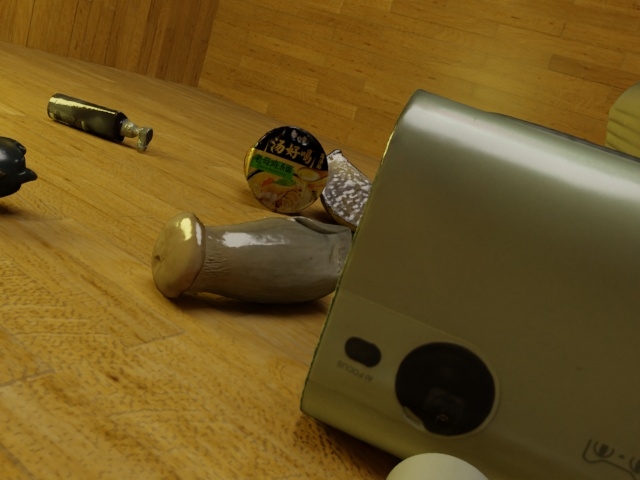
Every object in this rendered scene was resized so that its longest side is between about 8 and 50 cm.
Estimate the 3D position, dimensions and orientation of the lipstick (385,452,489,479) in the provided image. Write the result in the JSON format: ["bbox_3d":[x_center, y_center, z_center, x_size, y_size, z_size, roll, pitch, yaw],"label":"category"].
[{"bbox_3d":[0.026,0.168,0.193,0.070,0.070,0.254,22,15,14],"label":"lipstick"}]

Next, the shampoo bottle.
[{"bbox_3d":[-0.430,-0.232,1.110,0.207,0.064,0.057,19,4,6],"label":"shampoo bottle"}]

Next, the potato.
[{"bbox_3d":[0.072,-0.048,1.054,0.120,0.100,0.261,-31,55,-19],"label":"potato"}]

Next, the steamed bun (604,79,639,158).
[{"bbox_3d":[0.434,0.016,0.590,0.235,0.384,0.247,-5,21,-6],"label":"steamed bun"}]

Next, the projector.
[{"bbox_3d":[0.155,0.046,0.440,0.249,0.249,0.248,22,15,12],"label":"projector"}]

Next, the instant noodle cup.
[{"bbox_3d":[-0.072,-0.131,1.033,0.151,0.152,0.122,14,6,-19],"label":"instant noodle cup"}]

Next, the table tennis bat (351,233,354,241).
[{"bbox_3d":[0.000,0.000,0.868,0.246,0.022,0.138,6,19,-43],"label":"table tennis bat"}]

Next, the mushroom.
[{"bbox_3d":[-0.052,0.019,0.597,0.246,0.096,0.108,-2,50,-46],"label":"mushroom"}]

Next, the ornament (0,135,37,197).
[{"bbox_3d":[-0.358,-0.047,0.493,0.202,0.080,0.236,7,16,-30],"label":"ornament"}]
